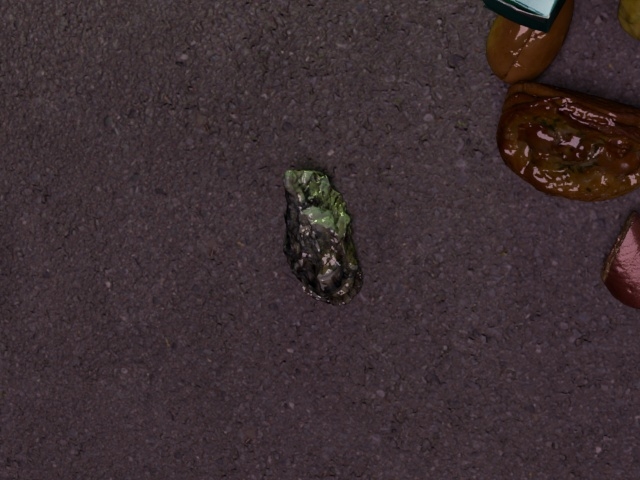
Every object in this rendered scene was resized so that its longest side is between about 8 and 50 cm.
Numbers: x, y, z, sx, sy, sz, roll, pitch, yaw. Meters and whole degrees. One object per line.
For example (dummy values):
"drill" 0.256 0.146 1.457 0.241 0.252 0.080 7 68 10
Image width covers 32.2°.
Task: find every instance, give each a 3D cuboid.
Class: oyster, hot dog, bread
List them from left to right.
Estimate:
"oyster" 0.001 -0.002 2.002 0.199 0.087 0.252 27 127 9
"bread" 0.332 -0.333 1.763 0.114 0.077 0.189 32 118 11
"hot dog" 0.412 -0.158 1.763 0.272 0.122 0.196 20 138 12
"bread" 0.525 0.057 1.830 0.119 0.067 0.192 -34 94 26

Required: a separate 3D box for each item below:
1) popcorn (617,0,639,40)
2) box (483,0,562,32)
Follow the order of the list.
"popcorn" 0.543 -0.406 1.589 0.215 0.252 0.286 -2 118 -23
"box" 0.353 -0.464 1.600 0.118 0.205 0.311 30 99 10
